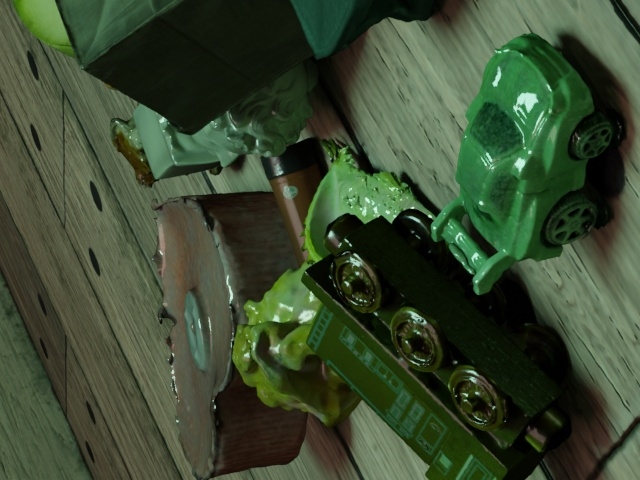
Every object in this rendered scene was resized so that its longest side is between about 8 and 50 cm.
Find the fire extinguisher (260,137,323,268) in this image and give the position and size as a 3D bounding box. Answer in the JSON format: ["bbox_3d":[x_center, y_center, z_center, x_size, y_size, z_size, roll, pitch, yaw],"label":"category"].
[{"bbox_3d":[0.000,0.000,1.359,0.062,0.050,0.177,-17,95,39],"label":"fire extinguisher"}]

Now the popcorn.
[{"bbox_3d":[-0.005,0.086,1.294,0.126,0.145,0.126,-81,-30,-46],"label":"popcorn"}]

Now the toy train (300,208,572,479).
[{"bbox_3d":[0.078,0.082,1.096,0.225,0.090,0.137,45,140,19],"label":"toy train"}]

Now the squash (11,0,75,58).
[{"bbox_3d":[-0.185,-0.281,1.361,0.252,0.049,0.252,-11,73,39],"label":"squash"}]

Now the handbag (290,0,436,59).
[{"bbox_3d":[-0.007,-0.307,1.011,0.238,0.089,0.326,113,135,-64],"label":"handbag"}]

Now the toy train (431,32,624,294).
[{"bbox_3d":[0.120,-0.047,0.936,0.099,0.081,0.149,55,157,38],"label":"toy train"}]

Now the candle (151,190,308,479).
[{"bbox_3d":[-0.082,0.068,1.540,0.287,0.131,0.317,-119,30,-42],"label":"candle"}]

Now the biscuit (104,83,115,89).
[{"bbox_3d":[-0.199,-0.281,1.486,0.202,0.047,0.334,-60,36,40],"label":"biscuit"}]

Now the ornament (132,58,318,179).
[{"bbox_3d":[-0.086,-0.129,1.354,0.285,0.120,0.130,-3,105,72],"label":"ornament"}]

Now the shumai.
[{"bbox_3d":[-0.156,-0.117,1.554,0.145,0.116,0.146,161,90,-72],"label":"shumai"}]

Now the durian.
[{"bbox_3d":[0.043,-0.011,1.228,0.215,0.086,0.100,39,110,51],"label":"durian"}]

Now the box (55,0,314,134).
[{"bbox_3d":[-0.121,-0.228,1.173,0.149,0.155,0.231,29,-146,-58],"label":"box"}]
